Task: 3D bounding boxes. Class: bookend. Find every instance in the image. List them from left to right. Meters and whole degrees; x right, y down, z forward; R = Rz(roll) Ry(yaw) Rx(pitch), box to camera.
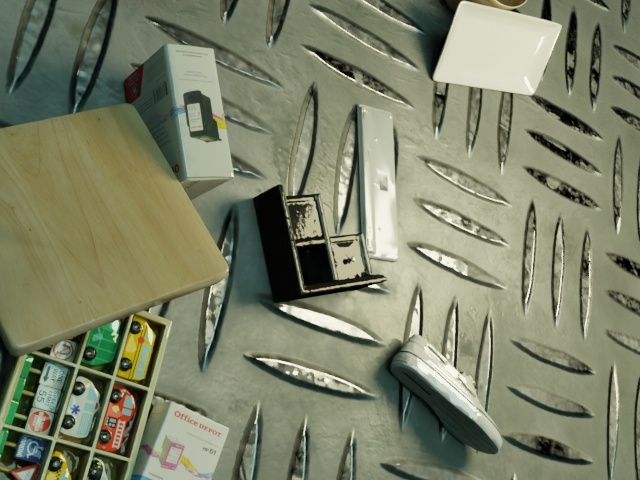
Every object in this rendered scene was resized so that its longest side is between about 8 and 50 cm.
[{"bbox_3d":[0.000,0.000,1.181,0.157,0.072,0.156,-5,80,-37],"label":"bookend"}]

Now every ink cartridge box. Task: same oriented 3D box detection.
[{"bbox_3d":[-0.177,0.268,0.993,0.088,0.052,0.122,32,60,-24],"label":"ink cartridge box"},{"bbox_3d":[-0.185,-0.145,1.055,0.072,0.127,0.175,-4,80,-39],"label":"ink cartridge box"}]

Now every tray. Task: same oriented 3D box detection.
[{"bbox_3d":[0.320,-0.350,1.498,0.270,0.030,0.145,0,119,-35],"label":"tray"}]

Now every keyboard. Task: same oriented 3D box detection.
[{"bbox_3d":[0.092,-0.094,1.313,0.072,0.014,0.256,11,71,-38],"label":"keyboard"}]

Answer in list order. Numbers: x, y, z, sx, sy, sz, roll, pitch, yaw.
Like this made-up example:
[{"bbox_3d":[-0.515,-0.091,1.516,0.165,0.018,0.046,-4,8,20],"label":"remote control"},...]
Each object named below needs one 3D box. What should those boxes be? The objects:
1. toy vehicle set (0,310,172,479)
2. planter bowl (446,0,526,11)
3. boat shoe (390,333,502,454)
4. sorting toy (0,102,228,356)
[{"bbox_3d":[-0.284,0.193,0.947,0.166,0.035,0.267,24,64,-28],"label":"toy vehicle set"},{"bbox_3d":[0.289,-0.477,1.496,0.162,0.109,0.162,11,70,-33],"label":"planter bowl"},{"bbox_3d":[0.208,0.233,1.256,0.226,0.083,0.076,46,57,-16],"label":"boat shoe"},{"bbox_3d":[-0.282,-0.010,0.937,0.255,0.089,0.257,-20,69,-35],"label":"sorting toy"}]
